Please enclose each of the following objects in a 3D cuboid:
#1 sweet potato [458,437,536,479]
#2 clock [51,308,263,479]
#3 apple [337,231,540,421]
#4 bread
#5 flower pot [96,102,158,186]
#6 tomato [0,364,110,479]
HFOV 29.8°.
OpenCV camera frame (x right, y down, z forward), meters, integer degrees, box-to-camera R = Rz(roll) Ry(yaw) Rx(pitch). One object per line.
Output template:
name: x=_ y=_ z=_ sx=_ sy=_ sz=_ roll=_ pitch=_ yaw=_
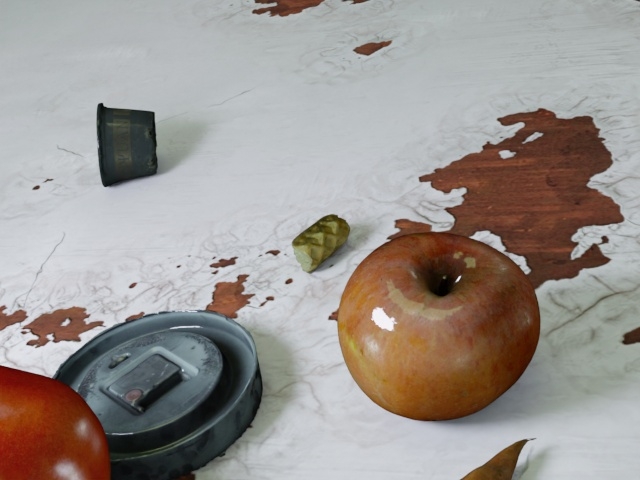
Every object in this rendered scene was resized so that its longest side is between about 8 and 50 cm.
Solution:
sweet potato: x=0.186 y=0.284 z=1.382 sx=0.195 sy=0.056 sz=0.056 roll=-34 pitch=37 yaw=-33
clock: x=-0.229 y=0.212 z=1.650 sx=0.312 sy=0.061 sz=0.313 roll=-11 pitch=33 yaw=7
apple: x=0.147 y=0.114 z=1.515 sx=0.253 sy=0.254 sz=0.253 roll=-11 pitch=33 yaw=7
bread: x=0.000 y=0.000 z=1.880 sx=0.110 sy=0.060 sz=0.066 roll=-41 pitch=13 yaw=-33
flower pot: x=-0.355 y=-0.179 z=2.224 sx=0.106 sy=0.157 sz=0.157 roll=-4 pitch=33 yaw=-3
tomato: x=-0.392 y=0.279 z=1.424 sx=0.298 sy=0.299 sz=0.226 roll=-21 pitch=34 yaw=-9
